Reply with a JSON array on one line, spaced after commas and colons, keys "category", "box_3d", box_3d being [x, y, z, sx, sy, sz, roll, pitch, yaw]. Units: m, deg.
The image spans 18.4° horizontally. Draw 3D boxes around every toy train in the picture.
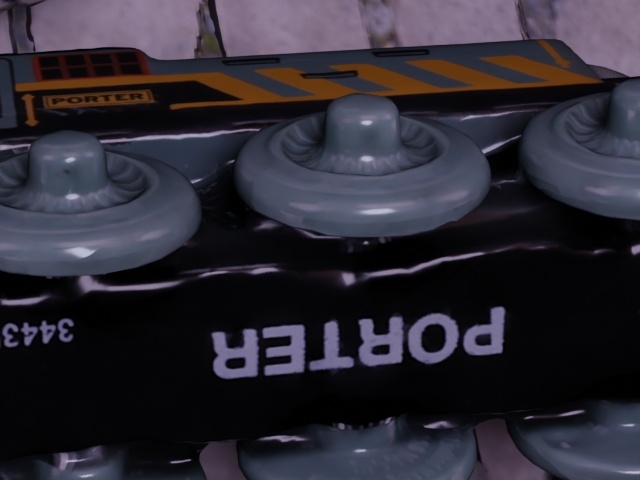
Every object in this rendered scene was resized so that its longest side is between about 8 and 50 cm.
[{"category": "toy train", "box_3d": [0.000, 0.000, 0.654, 0.334, 0.142, 0.190, -6, 26, -10]}]

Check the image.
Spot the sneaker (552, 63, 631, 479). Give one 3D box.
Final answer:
[{"category": "sneaker", "box_3d": [0.141, 0.043, 0.802, 0.108, 0.100, 0.271, -11, 74, -36]}]

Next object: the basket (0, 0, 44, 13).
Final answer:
[{"category": "basket", "box_3d": [-0.143, -0.244, 0.716, 0.289, 0.201, 0.254, 46, 56, -15]}]
